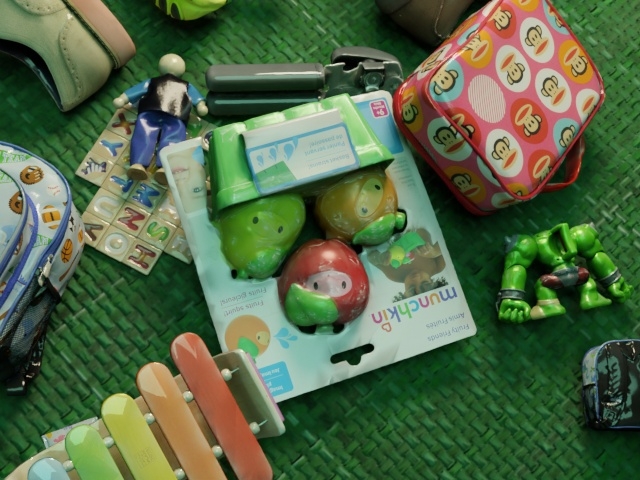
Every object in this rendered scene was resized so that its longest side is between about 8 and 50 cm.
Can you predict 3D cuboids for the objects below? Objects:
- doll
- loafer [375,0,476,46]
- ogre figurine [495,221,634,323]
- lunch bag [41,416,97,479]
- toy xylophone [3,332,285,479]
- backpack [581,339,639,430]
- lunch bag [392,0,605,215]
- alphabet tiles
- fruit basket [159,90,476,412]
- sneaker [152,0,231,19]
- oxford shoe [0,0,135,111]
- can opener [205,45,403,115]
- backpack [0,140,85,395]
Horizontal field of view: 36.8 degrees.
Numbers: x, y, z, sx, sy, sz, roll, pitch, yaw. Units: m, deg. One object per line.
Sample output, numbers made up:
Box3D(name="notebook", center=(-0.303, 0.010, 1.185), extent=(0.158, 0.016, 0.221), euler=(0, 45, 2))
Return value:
Box3D(name="doll", center=(-0.219, -0.173, 1.310), extent=(0.129, 0.046, 0.188), euler=(9, 69, 0))
Box3D(name="loafer", center=(0.244, -0.420, 1.444), extent=(0.366, 0.134, 0.130), euler=(-40, 108, -11))
Box3D(name="ogre figurine", center=(0.321, 0.041, 1.287), extent=(0.197, 0.097, 0.118), euler=(-11, 83, 1))
Box3D(name="lunch bag", center=(-0.286, 0.264, 1.147), extent=(0.071, 0.053, 0.083), euler=(-20, 64, -16))
Box3D(name="toy xylophone", center=(-0.184, 0.269, 1.106), extent=(0.323, 0.081, 0.236), euler=(-37, 96, -19))
Box3D(name="backpack", center=(0.388, 0.189, 1.244), extent=(0.105, 0.084, 0.114), euler=(1, 75, -8))
Box3D(name="lunch bag", center=(0.263, -0.180, 1.310), extent=(0.258, 0.120, 0.293), euler=(49, 59, -9))
Box3D(name="alphabet tiles", center=(-0.226, -0.077, 1.303), extent=(0.198, 0.009, 0.237), euler=(27, 68, 3))
Box3D(name="fruit basket", center=(0.000, 0.000, 1.224), extent=(0.327, 0.165, 0.353), euler=(-16, 76, -13))
Box3D(name="sneaker", center=(-0.230, -0.430, 1.397), extent=(0.124, 0.109, 0.295), euler=(-19, 65, -44))
Box3D(name="oxford shoe", center=(-0.428, -0.336, 1.244), extent=(0.397, 0.140, 0.146), euler=(42, 75, -18))
Box3D(name="can opener", center=(-0.022, -0.227, 1.365), extent=(0.284, 0.076, 0.095), euler=(-2, 38, -8))
Box3D(name="backpack", center=(-0.421, 0.005, 1.152), extent=(0.277, 0.213, 0.263), euler=(23, 58, 4))
